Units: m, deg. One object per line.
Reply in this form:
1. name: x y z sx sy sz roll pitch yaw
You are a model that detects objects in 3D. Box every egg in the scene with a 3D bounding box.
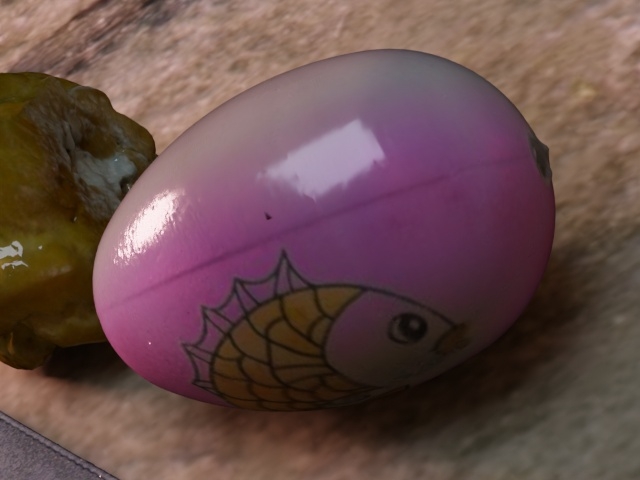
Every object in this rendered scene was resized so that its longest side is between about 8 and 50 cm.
1. egg: 0.000 0.000 0.934 0.271 0.196 0.196 -21 38 34

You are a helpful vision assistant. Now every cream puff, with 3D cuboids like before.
1. cream puff: -0.211 -0.011 1.099 0.195 0.194 0.221 -22 35 12

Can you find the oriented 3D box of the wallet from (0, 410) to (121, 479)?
1. wallet: -0.222 0.179 1.003 0.222 0.036 0.167 20 60 43
